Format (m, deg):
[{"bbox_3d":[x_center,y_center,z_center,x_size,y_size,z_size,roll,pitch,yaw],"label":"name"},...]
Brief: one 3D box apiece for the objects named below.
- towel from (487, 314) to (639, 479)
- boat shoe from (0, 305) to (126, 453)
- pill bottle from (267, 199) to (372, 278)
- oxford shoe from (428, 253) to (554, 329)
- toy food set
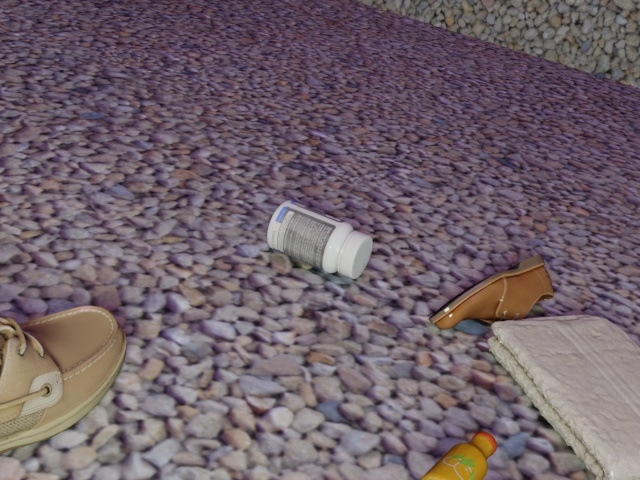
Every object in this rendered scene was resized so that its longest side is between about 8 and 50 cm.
[{"bbox_3d":[0.339,0.184,1.043,0.187,0.049,0.282,-2,31,-20],"label":"towel"},{"bbox_3d":[-0.311,0.133,0.837,0.121,0.110,0.341,22,30,21],"label":"boat shoe"},{"bbox_3d":[0.000,0.000,1.235,0.137,0.078,0.078,23,30,22],"label":"pill bottle"},{"bbox_3d":[0.241,0.084,1.180,0.212,0.076,0.076,-20,79,-28],"label":"oxford shoe"},{"bbox_3d":[0.202,0.270,0.759,0.232,0.111,0.104,24,30,28],"label":"toy food set"}]
